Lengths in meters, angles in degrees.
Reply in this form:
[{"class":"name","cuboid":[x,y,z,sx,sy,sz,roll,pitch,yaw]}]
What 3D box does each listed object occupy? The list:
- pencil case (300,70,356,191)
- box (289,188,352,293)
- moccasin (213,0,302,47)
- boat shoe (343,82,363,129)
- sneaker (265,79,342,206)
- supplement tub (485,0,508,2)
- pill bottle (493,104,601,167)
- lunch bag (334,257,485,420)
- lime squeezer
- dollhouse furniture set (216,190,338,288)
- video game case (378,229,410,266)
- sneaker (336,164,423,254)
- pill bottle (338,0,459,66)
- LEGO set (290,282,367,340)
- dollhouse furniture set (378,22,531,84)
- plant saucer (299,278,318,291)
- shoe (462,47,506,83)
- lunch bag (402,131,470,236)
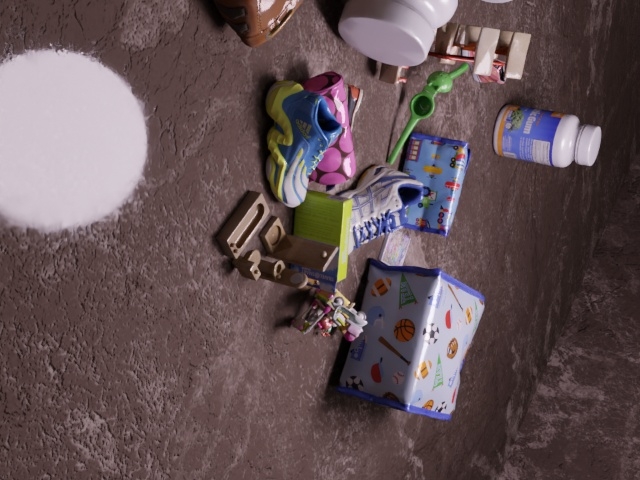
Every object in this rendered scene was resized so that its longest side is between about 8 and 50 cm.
[{"class":"pencil case","cuboid":[0.007,-0.201,1.584,0.095,0.098,0.209,-94,176,-57]},{"class":"box","cuboid":[0.000,0.000,1.636,0.042,0.109,0.178,-23,123,-56]},{"class":"moccasin","cuboid":[-0.020,-0.462,1.362,0.380,0.139,0.147,-61,149,-23]},{"class":"boat shoe","cuboid":[0.042,-0.235,1.672,0.043,0.049,0.137,17,91,-18]},{"class":"sneaker","cuboid":[-0.027,-0.156,1.501,0.091,0.126,0.240,-44,138,-43]},{"class":"supplement tub","cuboid":[0.439,-0.709,1.940,0.325,0.235,0.235,-56,145,-31]},{"class":"pill bottle","cuboid":[0.639,-0.290,2.439,0.152,0.272,0.152,-33,130,-51]},{"class":"lunch bag","cuboid":[0.235,0.244,2.031,0.385,0.239,0.327,23,81,-53]},{"class":"lime squeezer","cuboid":[0.236,-0.309,1.914,0.310,0.059,0.110,-52,179,-16]},{"class":"dollhouse furniture set","cuboid":[-0.072,0.006,1.501,0.144,0.123,0.151,-57,146,-29]},{"class":"video game case","cuboid":[0.176,0.020,2.049,0.122,0.011,0.087,29,78,-60]},{"class":"sneaker","cuboid":[0.107,-0.054,1.777,0.296,0.131,0.112,-50,144,-35]},{"class":"pill bottle","cuboid":[0.176,-0.521,1.599,0.210,0.210,0.363,40,68,-58]},{"class":"LEGO set","cuboid":[0.012,0.166,1.748,0.107,0.132,0.287,-47,173,-8]},{"class":"dollhouse furniture set","cuboid":[0.256,-0.383,1.792,0.259,0.262,0.135,1,107,-25]},{"class":"plant saucer","cuboid":[-0.019,0.065,1.729,0.083,0.015,0.083,-33,130,-51]},{"class":"shoe","cuboid":[0.415,-0.453,2.173,0.178,0.081,0.063,45,64,-57]},{"class":"lunch bag","cuboid":[0.286,-0.125,2.088,0.293,0.138,0.221,2,101,-73]}]
